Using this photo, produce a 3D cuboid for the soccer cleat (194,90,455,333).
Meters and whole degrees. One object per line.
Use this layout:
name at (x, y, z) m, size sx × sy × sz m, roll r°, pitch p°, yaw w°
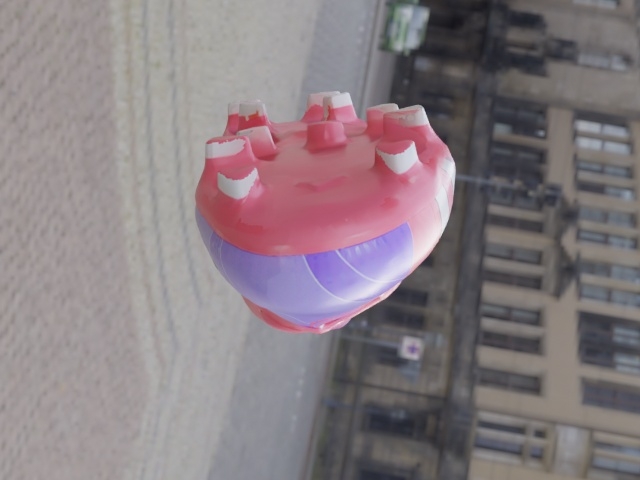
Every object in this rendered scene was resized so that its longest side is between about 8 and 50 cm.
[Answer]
soccer cleat at (0.000, 0.000, 0.464) m, size 0.248 × 0.083 × 0.095 m, roll -120°, pitch -159°, yaw -78°
